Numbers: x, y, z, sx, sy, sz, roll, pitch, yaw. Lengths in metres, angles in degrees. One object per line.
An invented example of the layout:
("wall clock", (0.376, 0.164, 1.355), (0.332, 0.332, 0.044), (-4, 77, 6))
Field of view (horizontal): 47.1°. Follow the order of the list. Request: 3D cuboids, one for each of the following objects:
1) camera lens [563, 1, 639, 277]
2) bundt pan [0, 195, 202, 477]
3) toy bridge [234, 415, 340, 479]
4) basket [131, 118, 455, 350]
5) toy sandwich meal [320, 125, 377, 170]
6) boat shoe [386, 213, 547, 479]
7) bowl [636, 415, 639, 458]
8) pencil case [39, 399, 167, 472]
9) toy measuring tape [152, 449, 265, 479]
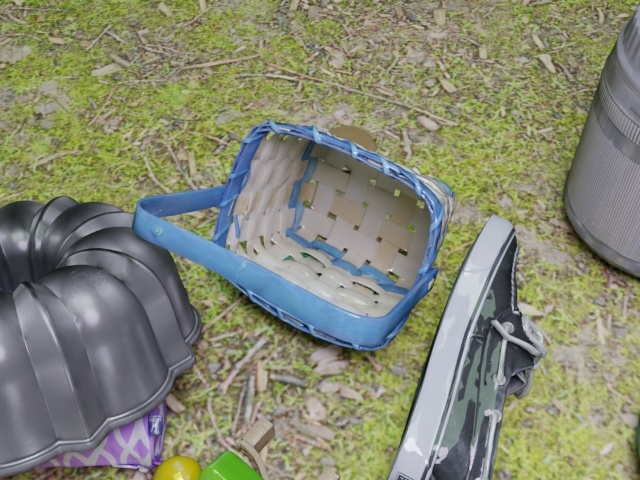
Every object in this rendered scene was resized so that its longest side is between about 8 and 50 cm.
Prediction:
("camera lens", (0.393, -0.104, 0.778), (0.219, 0.274, 0.219), (-1, 50, 1))
("bundt pan", (-0.283, 0.058, 0.686), (0.331, 0.124, 0.331), (-4, 28, 2))
("toy bridge", (-0.007, 0.235, 0.662), (0.188, 0.026, 0.063), (31, 58, 25))
("basket", (0.000, 0.000, 0.718), (0.255, 0.201, 0.289), (27, 19, 23))
("toy sandwich meal", (0.034, -0.118, 0.962), (0.085, 0.029, 0.085), (-1, 54, 2))
("boat shoe", (0.160, 0.112, 0.709), (0.105, 0.113, 0.306), (20, 55, 9))
("bowl", (0.430, 0.126, 0.593), (0.311, 0.163, 0.311), (-6, 28, 3))
("pencil case", (-0.241, 0.177, 0.685), (0.206, 0.086, 0.088), (-3, 86, 0))
("toy measuring tape", (-0.013, 0.297, 0.577), (0.330, 0.121, 0.121), (39, 59, 9))
